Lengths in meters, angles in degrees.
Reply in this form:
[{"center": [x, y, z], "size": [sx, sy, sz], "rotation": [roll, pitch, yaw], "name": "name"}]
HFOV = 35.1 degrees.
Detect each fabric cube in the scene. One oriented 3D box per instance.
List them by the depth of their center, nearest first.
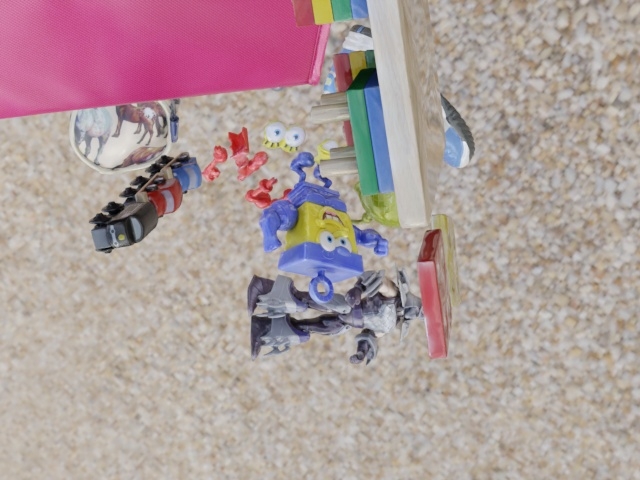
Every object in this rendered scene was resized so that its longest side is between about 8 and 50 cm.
[{"center": [-0.136, -0.256, 0.633], "size": [0.259, 0.258, 0.254], "rotation": [104, 154, -56], "name": "fabric cube"}]

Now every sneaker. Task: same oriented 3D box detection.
[{"center": [0.085, -0.139, 1.090], "size": [0.211, 0.081, 0.080], "rotation": [38, 177, -30], "name": "sneaker"}]

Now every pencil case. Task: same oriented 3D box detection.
[{"center": [-0.280, -0.290, 1.590], "size": [0.160, 0.410, 0.183], "rotation": [25, 128, -20], "name": "pencil case"}]

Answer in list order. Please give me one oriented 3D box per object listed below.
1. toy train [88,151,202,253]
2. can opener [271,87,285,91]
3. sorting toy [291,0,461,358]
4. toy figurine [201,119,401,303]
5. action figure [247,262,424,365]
[{"center": [-0.111, -0.030, 0.678], "size": [0.036, 0.158, 0.027], "rotation": [-6, 110, 13], "name": "toy train"}, {"center": [-0.114, -0.378, 1.713], "size": [0.093, 0.074, 0.280], "rotation": [-47, 51, 49], "name": "can opener"}, {"center": [0.025, -0.079, 0.463], "size": [0.046, 0.132, 0.274], "rotation": [-6, 110, 13], "name": "sorting toy"}, {"center": [0.000, 0.000, 1.446], "size": [0.362, 0.217, 0.191], "rotation": [17, 146, -39], "name": "toy figurine"}, {"center": [0.034, 0.115, 1.538], "size": [0.285, 0.099, 0.185], "rotation": [-2, 126, 2], "name": "action figure"}]
